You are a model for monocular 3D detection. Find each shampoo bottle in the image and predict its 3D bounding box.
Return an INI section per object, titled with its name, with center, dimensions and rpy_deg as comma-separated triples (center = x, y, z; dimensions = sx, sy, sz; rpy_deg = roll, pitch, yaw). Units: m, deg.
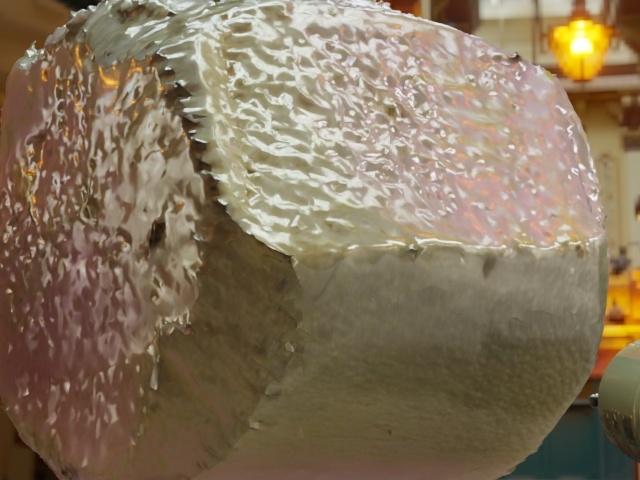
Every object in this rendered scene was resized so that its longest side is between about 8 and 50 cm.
[shampoo bottle]
center = 0.202, 0.093, 0.763
dimensions = 0.079, 0.079, 0.162
rpy_deg = 1, -3, 1

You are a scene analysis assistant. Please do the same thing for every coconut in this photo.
[coconut]
center = 0.000, 0.000, 0.565
dimensions = 0.245, 0.233, 0.233
rpy_deg = 2, -11, -40
